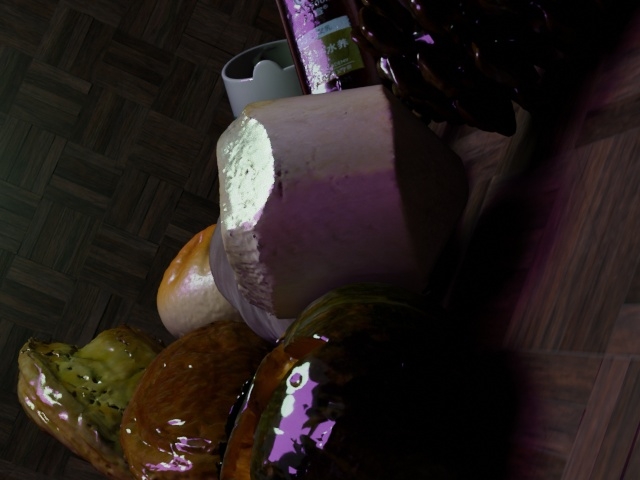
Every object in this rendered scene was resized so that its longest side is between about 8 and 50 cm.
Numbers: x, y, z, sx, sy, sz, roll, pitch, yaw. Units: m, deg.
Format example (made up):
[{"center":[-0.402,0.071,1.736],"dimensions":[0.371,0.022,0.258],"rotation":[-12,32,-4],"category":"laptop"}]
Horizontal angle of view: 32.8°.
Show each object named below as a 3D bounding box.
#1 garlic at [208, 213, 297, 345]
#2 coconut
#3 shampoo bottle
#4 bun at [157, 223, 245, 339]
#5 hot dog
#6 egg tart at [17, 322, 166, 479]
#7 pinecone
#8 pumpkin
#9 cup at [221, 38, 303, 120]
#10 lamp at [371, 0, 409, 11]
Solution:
[{"center":[0.009,-0.007,1.343],"dimensions":[0.241,0.322,0.321],"rotation":[1,-64,-65],"category":"garlic"},{"center":[0.028,-0.040,1.103],"dimensions":[0.239,0.244,0.239],"rotation":[-9,-90,-83],"category":"coconut"},{"center":[0.008,-0.308,1.481],"dimensions":[0.129,0.084,0.323],"rotation":[-23,65,18],"category":"shampoo bottle"},{"center":[-0.105,0.040,1.643],"dimensions":[0.299,0.299,0.164],"rotation":[160,93,-76],"category":"bun"},{"center":[-0.097,0.241,1.298],"dimensions":[0.174,0.267,0.387],"rotation":[-47,18,13],"category":"hot dog"},{"center":[-0.242,0.260,1.599],"dimensions":[0.178,0.443,0.443],"rotation":[-51,10,-2],"category":"egg tart"},{"center":[0.167,-0.234,1.085],"dimensions":[0.309,0.244,0.244],"rotation":[-50,17,28],"category":"pinecone"},{"center":[0.023,0.187,0.977],"dimensions":[0.320,0.192,0.320],"rotation":[-158,90,-81],"category":"pumpkin"},{"center":[-0.002,-0.213,1.780],"dimensions":[0.219,0.290,0.257],"rotation":[19,129,54],"category":"cup"},{"center":[0.116,-0.362,1.564],"dimensions":[0.247,0.247,0.301],"rotation":[-49,-3,-38],"category":"lamp"}]
